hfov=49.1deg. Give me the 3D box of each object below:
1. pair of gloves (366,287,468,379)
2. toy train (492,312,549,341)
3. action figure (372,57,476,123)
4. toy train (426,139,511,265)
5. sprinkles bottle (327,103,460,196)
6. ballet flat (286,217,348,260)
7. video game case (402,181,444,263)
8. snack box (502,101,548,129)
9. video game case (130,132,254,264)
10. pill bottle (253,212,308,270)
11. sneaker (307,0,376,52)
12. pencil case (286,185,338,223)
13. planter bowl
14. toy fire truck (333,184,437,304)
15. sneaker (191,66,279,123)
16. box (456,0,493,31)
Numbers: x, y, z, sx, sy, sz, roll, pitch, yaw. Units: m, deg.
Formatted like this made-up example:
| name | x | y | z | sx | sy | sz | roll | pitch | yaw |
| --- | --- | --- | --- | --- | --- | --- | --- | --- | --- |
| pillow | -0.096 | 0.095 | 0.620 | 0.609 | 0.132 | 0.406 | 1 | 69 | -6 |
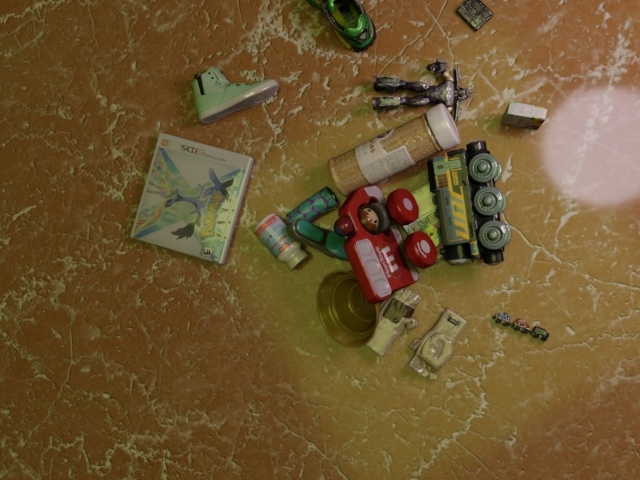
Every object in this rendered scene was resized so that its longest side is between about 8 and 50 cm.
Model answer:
| name | x | y | z | sx | sy | sz | roll | pitch | yaw |
| --- | --- | --- | --- | --- | --- | --- | --- | --- | --- |
| pair of gloves | 0.261 | 0.254 | 1.948 | 0.240 | 0.042 | 0.204 | 27 | 88 | 7 |
| toy train | 0.546 | 0.232 | 1.910 | 0.158 | 0.027 | 0.036 | 21 | 87 | 9 |
| action figure | 0.288 | -0.406 | 1.948 | 0.284 | 0.099 | 0.185 | 1 | 82 | 6 |
| toy train | 0.394 | -0.094 | 1.859 | 0.190 | 0.142 | 0.334 | -9 | 89 | 20 |
| sprinkles bottle | 0.197 | -0.241 | 1.905 | 0.355 | 0.121 | 0.121 | -25 | 84 | 20 |
| ballet flat | 0.000 | 0.000 | 1.978 | 0.213 | 0.068 | 0.072 | 28 | 64 | -22 |
| video game case | 0.343 | -0.067 | 1.948 | 0.232 | 0.042 | 0.210 | -30 | 83 | 6 |
| snack box | 0.546 | -0.333 | 1.879 | 0.100 | 0.141 | 0.037 | 13 | 90 | 9 |
| video game case | -0.380 | -0.125 | 2.068 | 0.299 | 0.036 | 0.329 | 16 | 90 | 10 |
| pill bottle | -0.111 | 0.005 | 1.994 | 0.087 | 0.087 | 0.160 | -43 | 82 | 5 |
| sneaker | 0.037 | -0.699 | 1.974 | 0.134 | 0.146 | 0.343 | -39 | 82 | 5 |
| pencil case | -0.021 | -0.087 | 1.996 | 0.151 | 0.064 | 0.070 | -35 | 86 | 6 |
| planter bowl | 0.098 | 0.178 | 1.933 | 0.217 | 0.090 | 0.217 | 13 | 110 | 40 |
| toy fire truck | 0.150 | 0.000 | 1.847 | 0.169 | 0.254 | 0.302 | -28 | 82 | 39 |
| sneaker | -0.256 | -0.456 | 2.036 | 0.255 | 0.094 | 0.151 | -20 | 81 | 6 |
| box | 0.435 | -0.641 | 1.973 | 0.067 | 0.018 | 0.083 | -43 | 82 | 5 |
